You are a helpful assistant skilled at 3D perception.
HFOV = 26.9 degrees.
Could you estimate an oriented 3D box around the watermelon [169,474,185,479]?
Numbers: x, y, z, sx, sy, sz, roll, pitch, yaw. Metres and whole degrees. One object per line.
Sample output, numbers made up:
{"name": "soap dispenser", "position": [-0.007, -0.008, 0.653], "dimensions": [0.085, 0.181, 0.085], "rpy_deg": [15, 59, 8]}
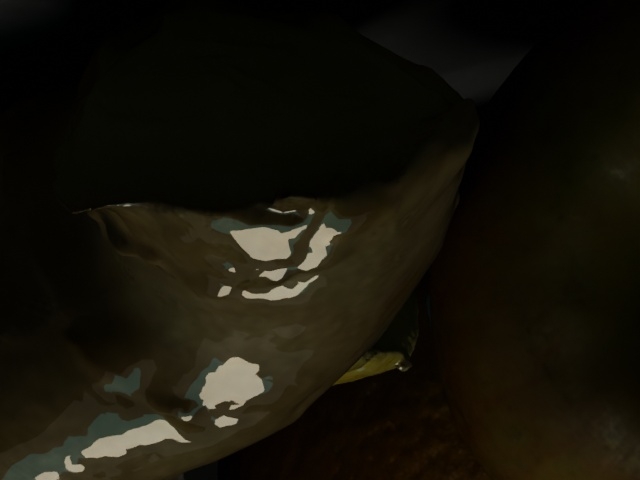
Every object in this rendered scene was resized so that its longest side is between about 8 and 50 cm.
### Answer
{"name": "watermelon", "position": [-0.186, 0.157, 0.844], "dimensions": [0.231, 0.193, 0.310], "rpy_deg": [-23, 173, 31]}

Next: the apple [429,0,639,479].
{"name": "apple", "position": [0.152, 0.002, 0.445], "dimensions": [0.235, 0.210, 0.173], "rpy_deg": [-20, 175, 28]}

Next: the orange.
{"name": "orange", "position": [0.104, 0.160, 0.916], "dimensions": [0.357, 0.322, 0.322], "rpy_deg": [-28, 163, 36]}

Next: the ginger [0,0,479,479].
{"name": "ginger", "position": [-0.064, 0.007, 0.433], "dimensions": [0.267, 0.138, 0.152], "rpy_deg": [-33, 146, 28]}

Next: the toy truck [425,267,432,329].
{"name": "toy truck", "position": [0.190, -0.003, 0.602], "dimensions": [0.279, 0.156, 0.155], "rpy_deg": [-17, 169, 19]}

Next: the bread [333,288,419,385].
{"name": "bread", "position": [-0.044, 0.026, 0.631], "dimensions": [0.094, 0.102, 0.245], "rpy_deg": [-16, 171, 30]}
